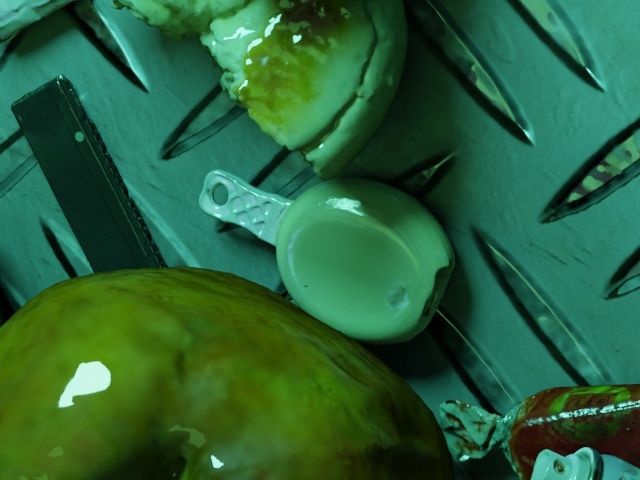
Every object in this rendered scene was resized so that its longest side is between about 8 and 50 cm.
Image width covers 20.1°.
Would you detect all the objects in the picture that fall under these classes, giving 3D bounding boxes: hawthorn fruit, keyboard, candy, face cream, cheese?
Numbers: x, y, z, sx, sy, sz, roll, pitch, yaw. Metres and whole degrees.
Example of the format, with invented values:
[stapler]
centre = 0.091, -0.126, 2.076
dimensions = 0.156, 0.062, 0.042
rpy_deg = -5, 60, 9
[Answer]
[hawthorn fruit]
centre = -0.111, 0.237, 1.398
dimensions = 0.471, 0.472, 0.472
rpy_deg = 6, 106, 22
[keyboard]
centre = -0.200, -0.033, 1.613
dimensions = 0.072, 0.023, 0.231
rpy_deg = -25, 93, 34
[candy]
centre = 0.232, 0.157, 1.458
dimensions = 0.292, 0.059, 0.086
rpy_deg = -5, 103, 25
[face cream]
centre = 0.266, 0.228, 1.408
dimensions = 0.229, 0.075, 0.075
rpy_deg = 27, 115, -11
[cheese]
centre = 0.000, 0.000, 1.513
dimensions = 0.227, 0.064, 0.137
rpy_deg = 25, 111, 16

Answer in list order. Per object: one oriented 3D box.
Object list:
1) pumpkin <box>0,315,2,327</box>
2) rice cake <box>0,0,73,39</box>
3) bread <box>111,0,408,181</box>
[pumpkin]
centre = -0.441, 0.112, 1.602
dimensions = 0.332, 0.332, 0.199
rpy_deg = 7, 117, 21
[rice cake]
centre = -0.302, -0.327, 1.560
dimensions = 0.106, 0.050, 0.298
rpy_deg = -23, 94, 26
[bread]
centre = -0.053, -0.212, 1.419
dimensions = 0.314, 0.171, 0.192
rpy_deg = 38, 95, 5
